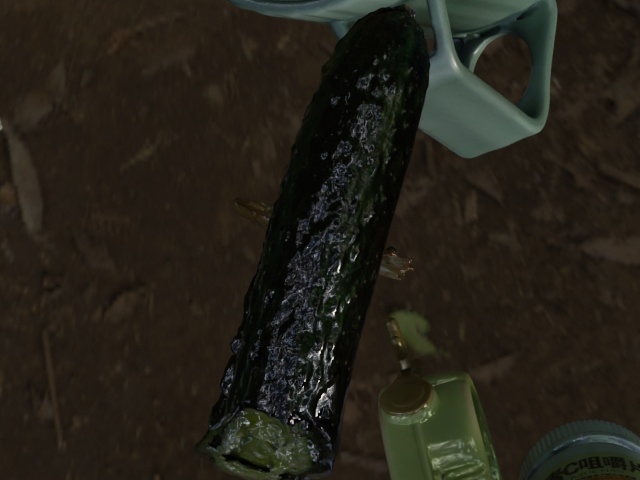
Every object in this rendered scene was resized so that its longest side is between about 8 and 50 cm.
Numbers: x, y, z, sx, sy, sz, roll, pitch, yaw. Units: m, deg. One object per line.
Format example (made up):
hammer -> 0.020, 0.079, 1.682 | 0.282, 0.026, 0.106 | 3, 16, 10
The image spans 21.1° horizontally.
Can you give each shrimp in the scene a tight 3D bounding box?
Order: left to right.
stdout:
shrimp -> 0.000, 0.000, 1.006 | 0.114, 0.083, 0.023 | 22, 95, 3

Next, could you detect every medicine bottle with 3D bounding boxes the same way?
medicine bottle -> 0.277, 0.300, 1.669 | 0.158, 0.318, 0.158 | 1, 105, 2

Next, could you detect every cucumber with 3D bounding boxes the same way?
cucumber -> 0.003, -0.008, 0.805 | 0.067, 0.067, 0.245 | 18, 75, -11

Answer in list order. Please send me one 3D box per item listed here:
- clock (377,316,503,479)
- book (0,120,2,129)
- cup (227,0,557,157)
clock -> 0.126, 0.227, 1.698 | 0.096, 0.308, 0.235 | -18, 150, 7
book -> -0.274, -0.106, 1.137 | 0.014, 0.127, 0.181 | 26, 143, 29
cup -> 0.079, -0.289, 1.427 | 0.401, 0.392, 0.310 | 43, 111, 11
